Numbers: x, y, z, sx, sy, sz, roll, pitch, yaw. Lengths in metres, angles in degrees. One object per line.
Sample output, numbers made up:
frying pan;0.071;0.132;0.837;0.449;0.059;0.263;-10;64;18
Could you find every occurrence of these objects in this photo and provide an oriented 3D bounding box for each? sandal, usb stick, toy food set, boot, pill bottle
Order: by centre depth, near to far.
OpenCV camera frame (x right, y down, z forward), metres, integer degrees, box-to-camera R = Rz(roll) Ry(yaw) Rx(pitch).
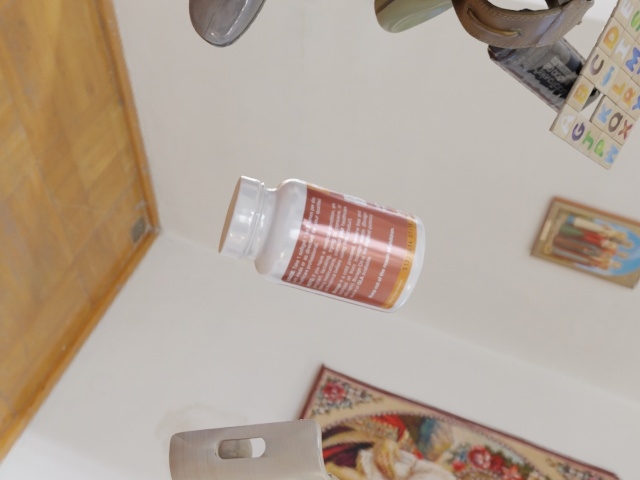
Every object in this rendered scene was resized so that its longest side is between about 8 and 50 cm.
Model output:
sandal;0.143;-0.179;0.526;0.302;0.120;0.086;12;-61;70
pill bottle;0.000;0.000;0.842;0.121;0.216;0.121;-164;-90;-78
usb stick;0.296;-0.222;0.951;0.077;0.045;0.278;-40;153;25
toy food set;-0.025;0.320;0.976;0.306;0.219;0.092;49;38;-42
boot;-0.103;-0.427;1.007;0.338;0.118;0.223;-62;-175;14

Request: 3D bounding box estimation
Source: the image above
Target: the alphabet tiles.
alphabet tiles;0.411;-0.226;0.999;0.198;0.009;0.237;16;105;-46
